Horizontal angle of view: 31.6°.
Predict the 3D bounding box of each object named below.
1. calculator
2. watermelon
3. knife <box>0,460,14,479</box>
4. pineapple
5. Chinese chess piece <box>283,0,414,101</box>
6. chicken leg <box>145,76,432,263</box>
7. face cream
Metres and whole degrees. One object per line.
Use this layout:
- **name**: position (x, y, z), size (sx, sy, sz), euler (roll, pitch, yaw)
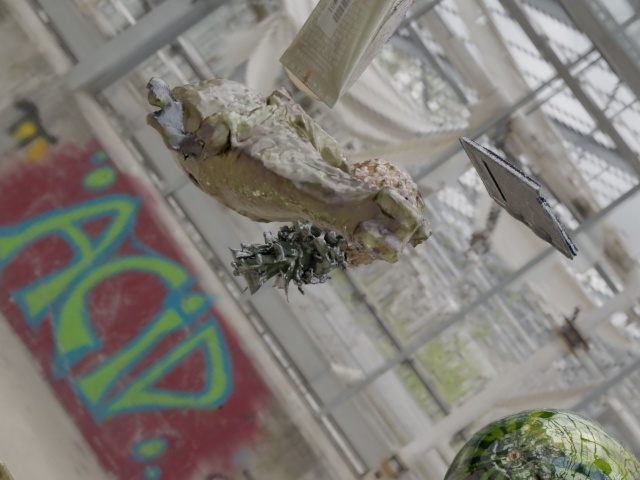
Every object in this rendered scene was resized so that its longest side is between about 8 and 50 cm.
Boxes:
- **calculator**: position (0.329, -0.077, 1.902), size (0.165, 0.028, 0.274), euler (53, -3, -34)
- **watermelon**: position (0.299, 0.362, 1.484), size (0.285, 0.285, 0.285), euler (54, 0, 1)
- **knife**: position (-0.380, 0.375, 1.468), size (0.022, 0.046, 0.256), euler (-113, -175, -55)
- **pineapple**: position (0.000, 0.000, 1.700), size (0.169, 0.340, 0.169), euler (28, -47, 34)
- **Chinese chess piece**: position (0.054, -0.364, 1.975), size (0.112, 0.270, 0.270), euler (39, -1, 2)
- **chicken leg**: position (-0.023, -0.067, 1.239), size (0.361, 0.140, 0.211), euler (30, 22, 26)
- **face cream**: position (0.068, -0.350, 1.510), size (0.084, 0.341, 0.137), euler (14, 26, -48)
